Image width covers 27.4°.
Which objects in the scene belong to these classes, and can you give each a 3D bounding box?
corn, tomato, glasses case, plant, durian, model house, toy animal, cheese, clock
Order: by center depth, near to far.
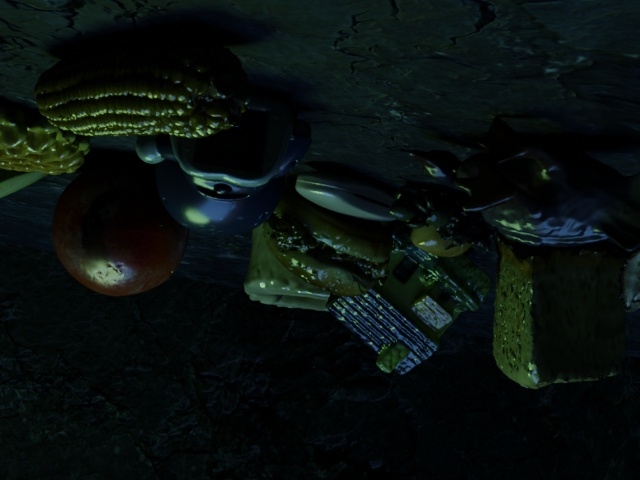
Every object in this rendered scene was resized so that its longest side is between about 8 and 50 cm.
[{"bbox_3d":[-0.197,-0.150,1.338,0.313,0.102,0.102,1,169,45],"label":"corn"},{"bbox_3d":[0.238,-0.059,1.460,0.298,0.122,0.185,12,170,24],"label":"toy animal"},{"bbox_3d":[-0.117,-0.092,1.536,0.199,0.146,0.243,5,165,-6],"label":"clock"},{"bbox_3d":[0.176,-0.036,1.864,0.174,0.085,0.087,17,145,-23],"label":"plant"},{"bbox_3d":[0.042,-0.062,1.870,0.081,0.051,0.204,13,178,34],"label":"glasses case"},{"bbox_3d":[-0.302,-0.019,1.989,0.208,0.208,0.184,9,168,-7],"label":"tomato"},{"bbox_3d":[0.495,0.050,2.031,0.066,0.130,0.052,34,-157,14],"label":"durian"},{"bbox_3d":[0.126,0.090,2.091,0.194,0.211,0.170,41,171,-16],"label":"model house"},{"bbox_3d":[0.015,0.046,2.324,0.292,0.153,0.332,8,171,0],"label":"cheese"}]

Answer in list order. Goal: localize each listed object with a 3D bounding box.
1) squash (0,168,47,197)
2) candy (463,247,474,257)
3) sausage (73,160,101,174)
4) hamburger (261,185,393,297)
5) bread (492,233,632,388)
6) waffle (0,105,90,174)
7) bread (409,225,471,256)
[{"bbox_3d":[-0.569,-0.059,2.056,0.260,0.189,0.189,12,172,-6],"label":"squash"},{"bbox_3d":[0.200,0.098,2.476,0.077,0.187,0.331,42,170,0],"label":"candy"},{"bbox_3d":[-0.402,-0.119,2.034,0.198,0.025,0.028,11,142,-25],"label":"sausage"},{"bbox_3d":[0.000,0.000,1.964,0.215,0.122,0.189,17,-162,-40],"label":"hamburger"},{"bbox_3d":[0.395,0.106,2.016,0.279,0.248,0.315,4,-174,-9],"label":"bread"},{"bbox_3d":[-0.461,-0.139,1.823,0.283,0.065,0.309,8,171,-4],"label":"waffle"},{"bbox_3d":[0.191,-0.010,1.968,0.115,0.082,0.056,22,-161,-45],"label":"bread"}]
